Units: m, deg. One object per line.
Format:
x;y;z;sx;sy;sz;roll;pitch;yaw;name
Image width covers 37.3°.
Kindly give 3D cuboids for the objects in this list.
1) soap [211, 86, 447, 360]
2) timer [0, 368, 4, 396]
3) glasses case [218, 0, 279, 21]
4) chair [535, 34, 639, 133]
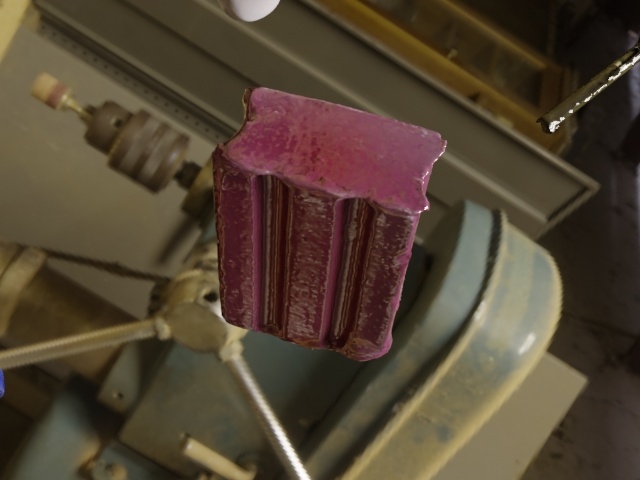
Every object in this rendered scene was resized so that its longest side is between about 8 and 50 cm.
0.000;0.000;1.135;0.359;0.233;0.128;96;12;-57;soap
-0.412;0.114;0.684;0.383;0.270;0.270;8;123;-47;timer
-0.041;-0.137;0.415;0.021;0.083;0.032;11;-138;46;glasses case
0.213;-0.195;0.477;0.325;0.170;0.160;-35;-169;-39;chair
